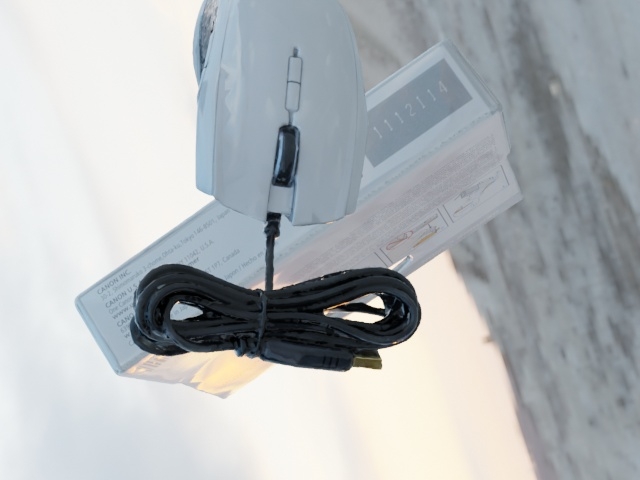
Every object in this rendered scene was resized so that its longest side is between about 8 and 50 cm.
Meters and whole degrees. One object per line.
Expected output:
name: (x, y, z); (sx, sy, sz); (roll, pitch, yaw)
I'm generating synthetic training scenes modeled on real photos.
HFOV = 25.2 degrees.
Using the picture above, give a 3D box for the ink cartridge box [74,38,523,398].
ink cartridge box: (0.000, 0.000, 1.020); (0.066, 0.296, 0.261); (56, -177, 14)

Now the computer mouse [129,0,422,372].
computer mouse: (-0.017, -0.041, 0.549); (0.042, 0.106, 0.193); (116, 156, -54)
